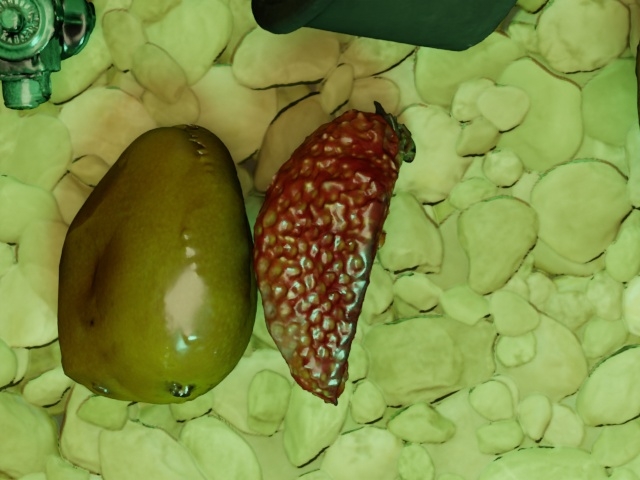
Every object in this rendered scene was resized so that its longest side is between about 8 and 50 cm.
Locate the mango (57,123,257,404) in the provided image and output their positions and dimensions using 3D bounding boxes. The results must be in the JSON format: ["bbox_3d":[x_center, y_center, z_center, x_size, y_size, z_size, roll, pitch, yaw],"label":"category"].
[{"bbox_3d":[-0.122,0.017,1.325,0.136,0.166,0.236,8,72,-39],"label":"mango"}]

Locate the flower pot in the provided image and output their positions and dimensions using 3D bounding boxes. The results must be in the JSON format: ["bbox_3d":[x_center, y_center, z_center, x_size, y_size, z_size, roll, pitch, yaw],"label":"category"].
[{"bbox_3d":[0.076,-0.253,1.259,0.166,0.269,0.269,27,97,-21],"label":"flower pot"}]

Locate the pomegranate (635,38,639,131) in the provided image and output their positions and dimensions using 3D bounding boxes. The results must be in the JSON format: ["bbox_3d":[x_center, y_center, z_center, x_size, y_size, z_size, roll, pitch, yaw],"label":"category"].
[{"bbox_3d":[0.399,-0.112,1.219,0.322,0.322,0.322,0,96,3],"label":"pomegranate"}]

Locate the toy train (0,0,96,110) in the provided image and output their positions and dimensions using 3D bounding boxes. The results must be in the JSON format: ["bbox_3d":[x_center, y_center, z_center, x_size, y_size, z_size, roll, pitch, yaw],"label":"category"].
[{"bbox_3d":[-0.300,-0.256,1.320,0.202,0.120,0.300,-4,96,7],"label":"toy train"}]

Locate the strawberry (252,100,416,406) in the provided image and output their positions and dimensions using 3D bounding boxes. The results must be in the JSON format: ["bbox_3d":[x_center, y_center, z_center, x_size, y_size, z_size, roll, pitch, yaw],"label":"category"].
[{"bbox_3d":[0.000,-0.003,1.292,0.107,0.175,0.236,15,56,6],"label":"strawberry"}]
